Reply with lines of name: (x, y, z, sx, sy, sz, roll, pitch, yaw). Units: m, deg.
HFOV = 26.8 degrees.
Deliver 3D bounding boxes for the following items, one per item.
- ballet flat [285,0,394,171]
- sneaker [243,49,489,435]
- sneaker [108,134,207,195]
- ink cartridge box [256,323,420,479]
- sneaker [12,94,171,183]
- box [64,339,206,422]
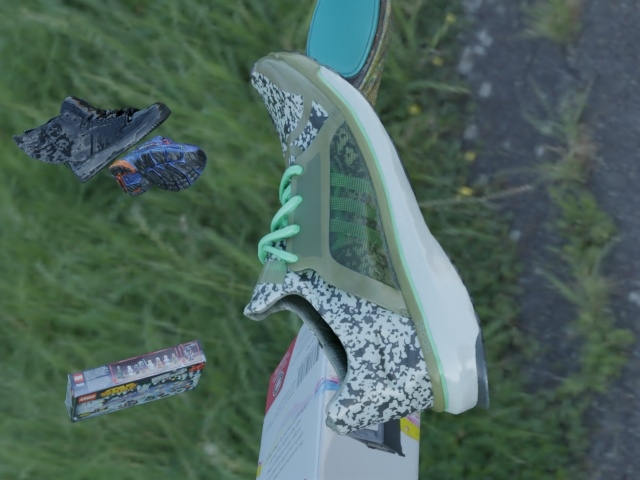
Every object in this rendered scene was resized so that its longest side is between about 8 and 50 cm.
ballet flat: (0.037, -0.215, 1.809, 0.123, 0.123, 0.349, 31, 113, 51)
sneaker: (0.000, 0.000, 1.244, 0.158, 0.182, 0.410, 93, 152, -64)
sneaker: (-0.249, -0.130, 2.105, 0.221, 0.083, 0.087, -1, 44, 49)
ink cartridge box: (0.017, 0.238, 1.556, 0.226, 0.131, 0.306, 123, 159, -45)
sneaker: (-0.247, -0.124, 1.450, 0.170, 0.089, 0.051, -33, 9, 28)
box: (-0.189, 0.144, 1.365, 0.094, 0.137, 0.027, 115, 137, -63)
